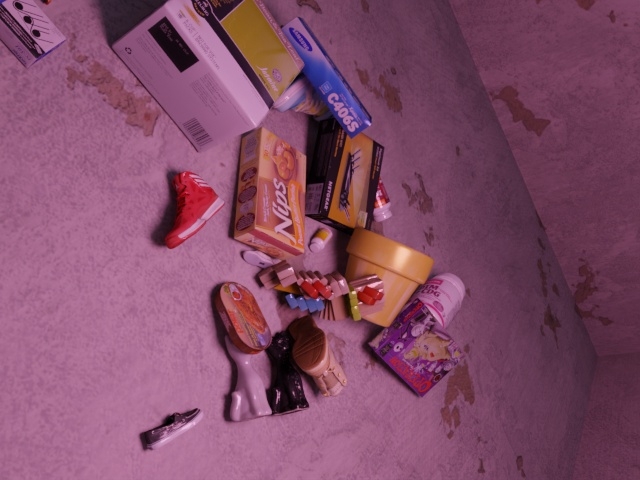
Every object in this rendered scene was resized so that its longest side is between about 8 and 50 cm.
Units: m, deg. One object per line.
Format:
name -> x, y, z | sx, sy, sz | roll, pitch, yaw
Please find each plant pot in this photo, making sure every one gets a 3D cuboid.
plant pot -> 0.175, 0.116, 1.745 | 0.254, 0.254, 0.238 | 22, 91, -45

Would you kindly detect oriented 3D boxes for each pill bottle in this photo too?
pill bottle -> 0.394, 0.228, 2.045 | 0.283, 0.160, 0.160 | -36, 105, -51
pill bottle -> 0.186, -0.143, 1.987 | 0.086, 0.086, 0.151 | -34, 103, -50
pill bottle -> 0.000, 0.000, 1.743 | 0.043, 0.043, 0.083 | 58, 41, -19

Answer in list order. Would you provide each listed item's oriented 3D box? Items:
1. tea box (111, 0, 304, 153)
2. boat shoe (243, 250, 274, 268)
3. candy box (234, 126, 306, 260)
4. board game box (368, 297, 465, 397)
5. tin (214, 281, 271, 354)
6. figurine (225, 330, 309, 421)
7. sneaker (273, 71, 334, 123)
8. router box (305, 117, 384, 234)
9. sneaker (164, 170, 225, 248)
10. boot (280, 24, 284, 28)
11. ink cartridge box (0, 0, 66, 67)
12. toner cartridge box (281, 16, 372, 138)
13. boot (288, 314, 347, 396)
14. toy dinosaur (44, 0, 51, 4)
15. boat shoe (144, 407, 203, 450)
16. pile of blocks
tea box -> -0.260, -0.458, 1.454 | 0.329, 0.220, 0.323 | 53, 43, -25
boat shoe -> -0.164, 0.044, 1.542 | 0.100, 0.035, 0.035 | 25, 31, -39
candy box -> -0.129, -0.125, 1.584 | 0.183, 0.088, 0.316 | 28, 53, -42
board game box -> 0.314, 0.346, 1.860 | 0.347, 0.208, 0.056 | 47, 3, -40
tin -> -0.187, 0.185, 1.406 | 0.106, 0.040, 0.189 | 6, 49, -53
figurine -> -0.139, 0.322, 1.436 | 0.215, 0.092, 0.209 | 9, 61, -49
sneaker -> -0.017, -0.416, 1.811 | 0.208, 0.127, 0.319 | 59, 41, -16
router box -> 0.076, -0.190, 1.825 | 0.243, 0.081, 0.308 | 21, 74, -45
sneaker -> -0.323, -0.078, 1.367 | 0.128, 0.087, 0.221 | 52, 30, -13
boot -> -0.126, -0.568, 1.780 | 0.152, 0.073, 0.197 | 62, 27, -15
ink cartridge box -> -0.616, -0.455, 1.160 | 0.207, 0.046, 0.097 | 52, 42, -24
toner cartridge box -> 0.018, -0.458, 1.656 | 0.347, 0.075, 0.165 | 53, 14, -13
boot -> 0.004, 0.325, 1.512 | 0.203, 0.095, 0.262 | 63, -5, -18
toy dinosaur -> -0.576, -0.543, 1.247 | 0.090, 0.047, 0.082 | -39, 126, -60
boat shoe -> -0.304, 0.385, 1.231 | 0.142, 0.049, 0.040 | -26, 97, -49
pile of blocks -> 0.014, 0.150, 1.545 | 0.363, 0.112, 0.148 | 10, 99, -15
